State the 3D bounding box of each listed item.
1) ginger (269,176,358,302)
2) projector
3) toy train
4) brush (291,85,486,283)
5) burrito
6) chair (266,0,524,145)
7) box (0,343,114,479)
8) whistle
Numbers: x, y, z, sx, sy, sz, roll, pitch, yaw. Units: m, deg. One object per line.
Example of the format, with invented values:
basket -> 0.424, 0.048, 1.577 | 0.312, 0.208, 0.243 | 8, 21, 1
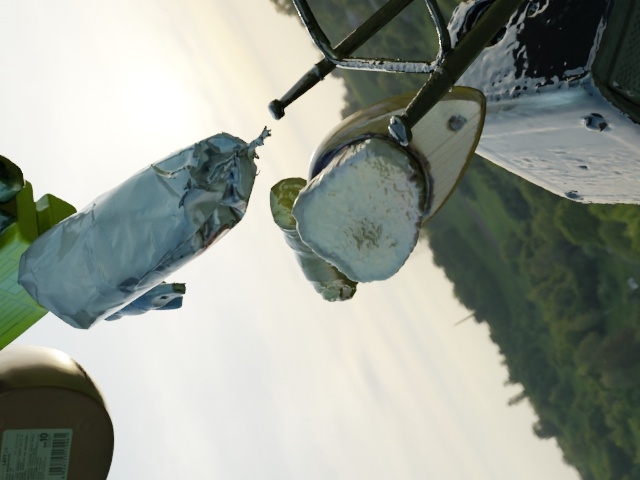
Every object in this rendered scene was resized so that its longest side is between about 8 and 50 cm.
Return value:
ginger -> 0.000, 0.000, 1.377 | 0.109, 0.116, 0.263 | 42, 170, 40
projector -> 0.432, -0.211, 1.273 | 0.405, 0.241, 0.395 | 23, 170, -28
toy train -> -0.541, 0.055, 1.197 | 0.272, 0.442, 0.179 | 35, -154, -47
brush -> 0.097, -0.088, 1.024 | 0.174, 0.267, 0.166 | 45, -163, -12
burrito -> -0.208, -0.009, 0.968 | 0.101, 0.446, 0.138 | 1, -112, -51
chair -> 0.094, -0.377, 0.912 | 0.364, 0.410, 0.362 | 62, 165, -22
box -> -0.478, 0.322, 1.347 | 0.216, 0.301, 0.301 | 8, 138, 57
whistle -> -0.421, 0.132, 1.922 | 0.180, 0.269, 0.093 | 19, -114, -52
